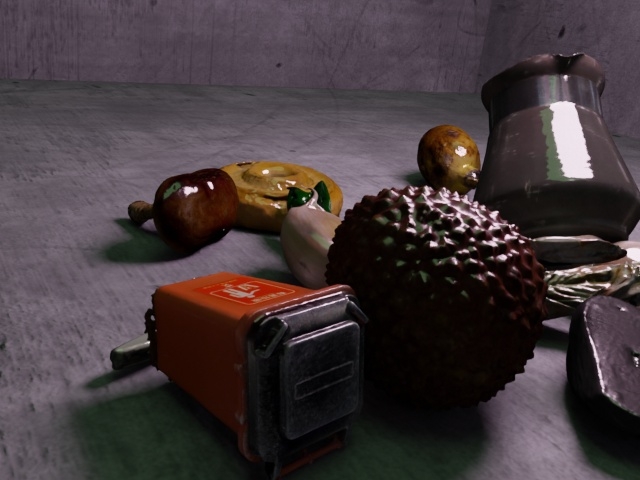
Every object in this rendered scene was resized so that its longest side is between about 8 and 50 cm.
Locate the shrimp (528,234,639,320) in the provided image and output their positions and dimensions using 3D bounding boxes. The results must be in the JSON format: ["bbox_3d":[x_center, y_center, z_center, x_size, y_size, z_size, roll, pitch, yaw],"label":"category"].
[{"bbox_3d":[0.347,0.053,1.009,0.361,0.247,0.085,-4,61,7],"label":"shrimp"}]

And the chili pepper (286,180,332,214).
[{"bbox_3d":[-0.011,-0.033,1.253,0.098,0.061,0.224,-24,51,0],"label":"chili pepper"}]

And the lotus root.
[{"bbox_3d":[0.330,-0.204,1.758,0.142,0.169,0.314,-10,23,-6],"label":"lotus root"}]

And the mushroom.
[{"bbox_3d":[-0.282,-0.050,1.255,0.218,0.147,0.227,-4,5,25],"label":"mushroom"}]

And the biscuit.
[{"bbox_3d":[-0.096,-0.104,1.457,0.297,0.101,0.296,8,22,-3],"label":"biscuit"}]

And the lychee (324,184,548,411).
[{"bbox_3d":[0.134,0.069,0.846,0.276,0.304,0.275,-25,31,16],"label":"lychee"}]

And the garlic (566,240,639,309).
[{"bbox_3d":[0.574,0.087,1.135,0.279,0.132,0.325,2,25,-33],"label":"garlic"}]

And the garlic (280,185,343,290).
[{"bbox_3d":[-0.004,-0.003,1.134,0.266,0.128,0.148,52,18,26],"label":"garlic"}]

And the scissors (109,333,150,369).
[{"bbox_3d":[-0.167,0.116,0.927,0.138,0.041,0.289,18,19,30],"label":"scissors"}]

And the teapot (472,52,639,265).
[{"bbox_3d":[0.431,-0.142,1.336,0.306,0.361,0.376,4,-19,-5],"label":"teapot"}]

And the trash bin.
[{"bbox_3d":[-0.076,0.132,0.763,0.161,0.184,0.239,-13,17,-42],"label":"trash bin"}]

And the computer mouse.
[{"bbox_3d":[0.392,0.176,0.890,0.138,0.086,0.269,14,29,3],"label":"computer mouse"}]
